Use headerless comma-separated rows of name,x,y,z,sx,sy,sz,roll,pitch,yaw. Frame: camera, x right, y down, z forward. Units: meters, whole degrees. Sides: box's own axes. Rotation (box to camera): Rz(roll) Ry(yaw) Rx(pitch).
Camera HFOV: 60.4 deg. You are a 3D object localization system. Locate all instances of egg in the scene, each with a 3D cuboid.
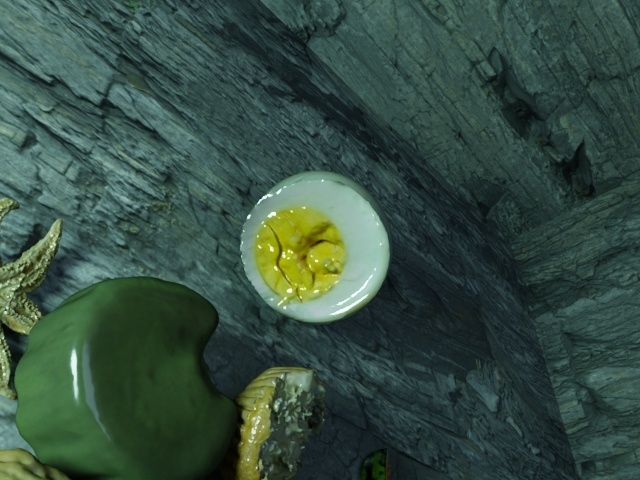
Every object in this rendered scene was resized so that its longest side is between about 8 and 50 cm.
egg,0.000,0.000,1.374,0.354,0.354,0.340,55,10,-6

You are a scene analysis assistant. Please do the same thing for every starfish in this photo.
starfish,-0.492,0.087,0.855,0.299,0.060,0.302,-30,101,-66

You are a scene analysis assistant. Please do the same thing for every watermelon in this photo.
watermelon,0.145,0.600,1.312,0.245,0.063,0.119,-90,155,-48

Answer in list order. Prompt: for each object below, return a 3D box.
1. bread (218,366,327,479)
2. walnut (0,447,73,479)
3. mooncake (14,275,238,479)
bread,-0.097,0.361,1.033,0.274,0.149,0.274,-37,133,-54
walnut,-0.374,0.362,0.654,0.245,0.198,0.198,60,30,-12
mooncake,-0.295,0.231,0.868,0.351,0.187,0.351,40,40,-45
